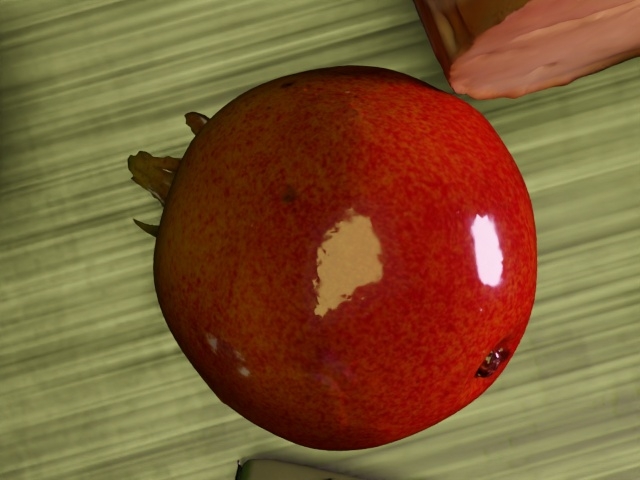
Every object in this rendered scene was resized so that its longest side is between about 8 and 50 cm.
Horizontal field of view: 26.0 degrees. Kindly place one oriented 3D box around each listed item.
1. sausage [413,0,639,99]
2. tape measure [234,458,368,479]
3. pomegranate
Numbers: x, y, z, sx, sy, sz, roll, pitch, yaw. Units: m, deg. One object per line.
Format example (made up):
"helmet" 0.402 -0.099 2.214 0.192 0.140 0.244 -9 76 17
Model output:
"sausage" 0.122 -0.250 0.760 0.233 0.233 0.287 -19 79 0
"tape measure" 0.037 0.216 0.823 0.200 0.175 0.106 14 112 -5
"pomegranate" 0.000 0.000 0.797 0.257 0.221 0.221 23 91 28
